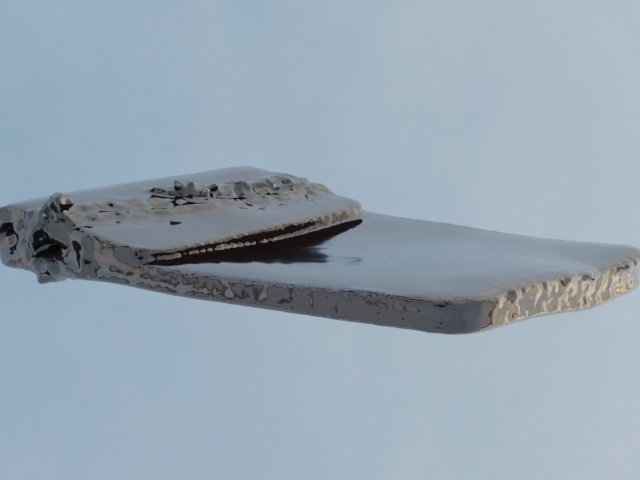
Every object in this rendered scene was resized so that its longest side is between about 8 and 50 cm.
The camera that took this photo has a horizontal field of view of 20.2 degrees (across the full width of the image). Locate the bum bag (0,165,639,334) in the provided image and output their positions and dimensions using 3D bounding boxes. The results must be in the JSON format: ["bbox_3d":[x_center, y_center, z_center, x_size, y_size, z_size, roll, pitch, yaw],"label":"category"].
[{"bbox_3d":[0.000,0.000,0.495,0.109,0.159,0.026,-11,-75,-54],"label":"bum bag"}]
